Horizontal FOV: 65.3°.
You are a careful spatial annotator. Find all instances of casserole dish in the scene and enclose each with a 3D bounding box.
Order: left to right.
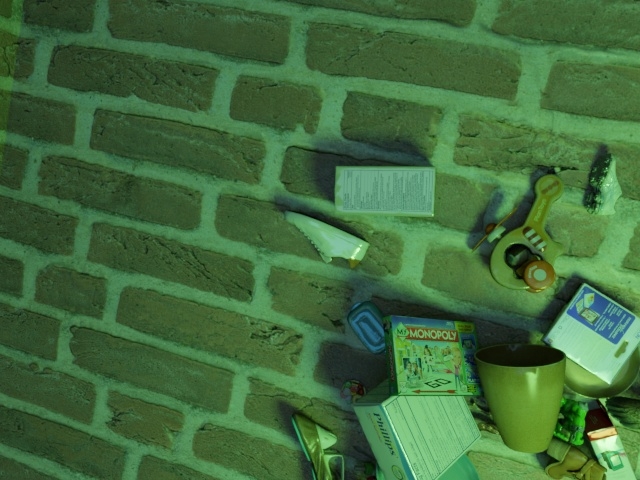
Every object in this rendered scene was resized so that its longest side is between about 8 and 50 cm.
[{"bbox_3d":[0.164,0.284,1.604,0.114,0.037,0.188,-38,86,13],"label":"casserole dish"}]

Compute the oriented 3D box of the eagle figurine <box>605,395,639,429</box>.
[{"bbox_3d":[0.940,0.506,1.316,0.226,0.225,0.298,-36,106,19],"label":"eagle figurine"}]

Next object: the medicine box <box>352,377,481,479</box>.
[{"bbox_3d":[0.282,0.522,1.453,0.149,0.289,0.264,-26,88,55],"label":"medicine box"}]

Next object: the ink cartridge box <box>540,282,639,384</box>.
[{"bbox_3d":[0.777,0.262,1.418,0.208,0.045,0.206,35,94,14],"label":"ink cartridge box"}]

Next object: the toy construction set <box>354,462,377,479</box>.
[{"bbox_3d":[0.241,0.853,1.500,0.237,0.309,0.258,11,81,-12],"label":"toy construction set"}]

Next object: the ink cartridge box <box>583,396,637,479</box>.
[{"bbox_3d":[0.805,0.575,1.422,0.078,0.134,0.231,-22,88,14],"label":"ink cartridge box"}]

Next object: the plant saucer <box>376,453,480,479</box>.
[{"bbox_3d":[0.317,0.714,1.478,0.317,0.317,0.044,17,126,11],"label":"plant saucer"}]

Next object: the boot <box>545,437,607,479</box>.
[{"bbox_3d":[0.724,0.656,1.413,0.152,0.197,0.073,22,57,43],"label":"boot"}]

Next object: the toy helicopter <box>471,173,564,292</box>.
[{"bbox_3d":[0.595,-0.031,1.455,0.235,0.140,0.355,22,88,20],"label":"toy helicopter"}]

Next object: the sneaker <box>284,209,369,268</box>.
[{"bbox_3d":[0.000,0.000,1.586,0.290,0.106,0.123,26,97,9],"label":"sneaker"}]

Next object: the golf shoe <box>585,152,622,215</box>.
[{"bbox_3d":[0.815,-0.156,1.418,0.086,0.069,0.176,9,99,-8],"label":"golf shoe"}]

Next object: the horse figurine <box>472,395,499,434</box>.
[{"bbox_3d":[0.576,0.486,1.505,0.174,0.066,0.263,33,95,13],"label":"horse figurine"}]

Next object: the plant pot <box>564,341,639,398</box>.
[{"bbox_3d":[0.792,0.336,1.450,0.236,0.032,0.236,-1,85,12],"label":"plant pot"}]

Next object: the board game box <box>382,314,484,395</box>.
[{"bbox_3d":[0.326,0.332,1.425,0.317,0.046,0.214,9,66,-27],"label":"board game box"}]

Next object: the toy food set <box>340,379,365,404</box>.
[{"bbox_3d":[0.107,0.500,1.639,0.082,0.020,0.083,11,97,12],"label":"toy food set"}]

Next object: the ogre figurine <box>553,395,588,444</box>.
[{"bbox_3d":[0.698,0.508,1.428,0.096,0.197,0.118,25,78,21],"label":"ogre figurine"}]

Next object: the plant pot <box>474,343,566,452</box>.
[{"bbox_3d":[0.557,0.438,1.383,0.237,0.237,0.254,-4,92,13],"label":"plant pot"}]

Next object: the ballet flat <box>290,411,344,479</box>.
[{"bbox_3d":[0.008,0.709,1.640,0.124,0.116,0.342,-18,90,-6],"label":"ballet flat"}]

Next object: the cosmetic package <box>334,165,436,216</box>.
[{"bbox_3d":[0.199,-0.151,1.519,0.296,0.129,0.153,4,96,12],"label":"cosmetic package"}]
